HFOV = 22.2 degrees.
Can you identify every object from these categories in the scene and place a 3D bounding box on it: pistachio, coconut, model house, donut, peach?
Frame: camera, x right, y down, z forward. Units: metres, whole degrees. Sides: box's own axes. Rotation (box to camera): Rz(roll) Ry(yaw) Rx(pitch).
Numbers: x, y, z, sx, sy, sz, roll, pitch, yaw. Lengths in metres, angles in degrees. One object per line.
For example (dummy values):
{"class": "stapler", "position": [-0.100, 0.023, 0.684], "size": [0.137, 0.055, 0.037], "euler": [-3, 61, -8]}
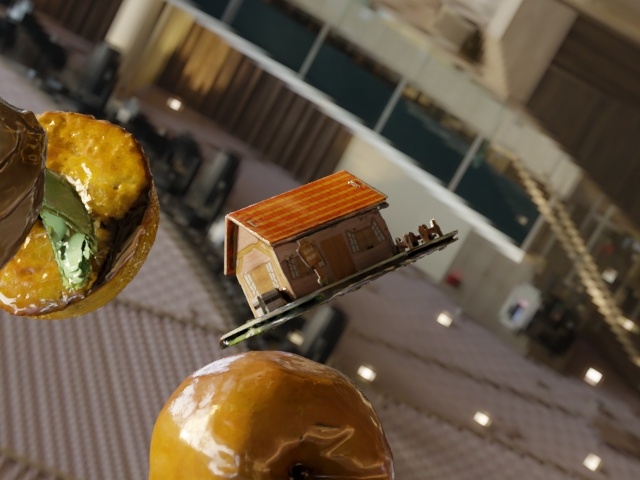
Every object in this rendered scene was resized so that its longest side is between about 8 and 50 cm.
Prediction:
{"class": "pistachio", "position": [-0.278, -0.020, 1.072], "size": [0.163, 0.212, 0.260], "euler": [43, 168, -19]}
{"class": "coconut", "position": [-0.274, -0.029, 1.686], "size": [0.133, 0.055, 0.158], "euler": [54, 161, 16]}
{"class": "model house", "position": [0.000, 0.000, 2.012], "size": [0.294, 0.207, 0.154], "euler": [-23, -94, -33]}
{"class": "donut", "position": [-0.299, -0.025, 1.823], "size": [0.253, 0.253, 0.118], "euler": [37, 162, 24]}
{"class": "peach", "position": [-0.075, 0.315, 2.202], "size": [0.343, 0.342, 0.302], "euler": [23, 166, -19]}
